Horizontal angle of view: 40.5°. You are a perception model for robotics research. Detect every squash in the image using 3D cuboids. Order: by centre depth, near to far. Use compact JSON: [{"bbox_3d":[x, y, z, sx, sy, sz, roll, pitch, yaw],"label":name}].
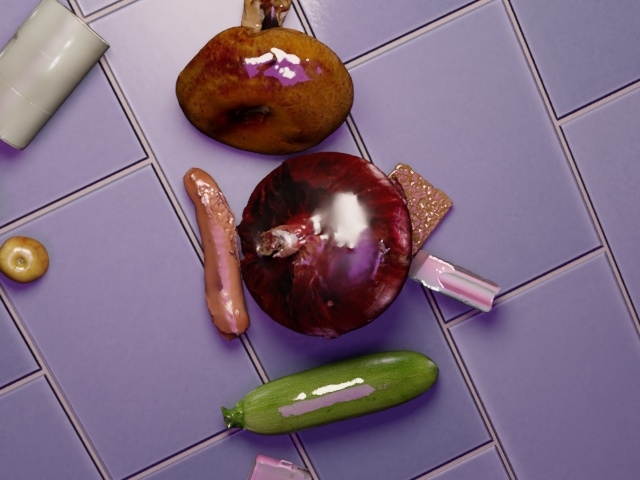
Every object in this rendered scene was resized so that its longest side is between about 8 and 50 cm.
[{"bbox_3d":[0.022,0.270,1.527,0.395,0.107,0.107,-13,100,-4],"label":"squash"}]

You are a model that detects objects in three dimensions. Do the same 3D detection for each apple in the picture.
[{"bbox_3d":[-0.497,0.033,1.444,0.084,0.071,0.083,-1,100,-6],"label":"apple"}]

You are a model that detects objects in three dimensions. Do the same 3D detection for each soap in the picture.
[{"bbox_3d":[0.227,0.068,1.519,0.149,0.100,0.056,23,94,-9],"label":"soap"}]

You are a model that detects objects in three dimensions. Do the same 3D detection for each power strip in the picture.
[{"bbox_3d":[-0.108,0.525,1.587,0.109,0.037,0.278,19,96,-10],"label":"power strip"}]

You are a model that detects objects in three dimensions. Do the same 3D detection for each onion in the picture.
[{"bbox_3d":[0.000,0.000,1.397,0.314,0.232,0.313,-4,81,23],"label":"onion"}]

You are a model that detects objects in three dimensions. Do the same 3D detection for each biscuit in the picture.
[{"bbox_3d":[0.119,-0.015,1.530,0.131,0.025,0.231,38,93,-11],"label":"biscuit"}]

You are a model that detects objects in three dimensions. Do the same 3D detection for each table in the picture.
[{"bbox_3d":[-0.451,-0.265,1.372,0.126,0.126,0.220,41,93,-11],"label":"table"}]

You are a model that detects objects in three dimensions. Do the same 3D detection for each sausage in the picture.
[{"bbox_3d":[-0.174,0.023,1.480,0.078,0.078,0.304,-10,97,-5],"label":"sausage"}]

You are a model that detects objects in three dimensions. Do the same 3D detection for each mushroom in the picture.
[{"bbox_3d":[-0.072,-0.251,1.395,0.267,0.267,0.254,45,58,-11],"label":"mushroom"}]
